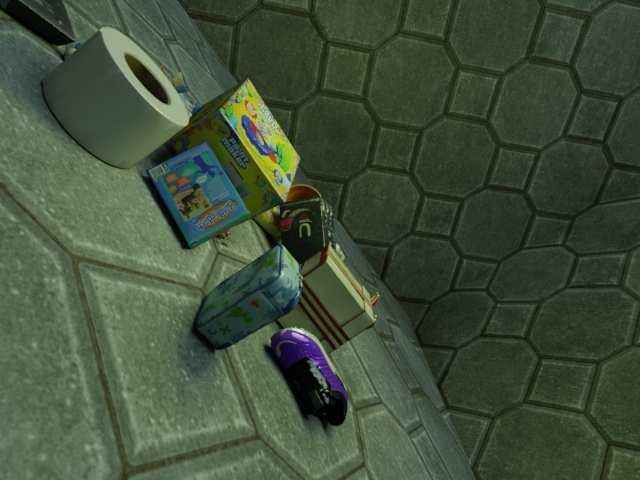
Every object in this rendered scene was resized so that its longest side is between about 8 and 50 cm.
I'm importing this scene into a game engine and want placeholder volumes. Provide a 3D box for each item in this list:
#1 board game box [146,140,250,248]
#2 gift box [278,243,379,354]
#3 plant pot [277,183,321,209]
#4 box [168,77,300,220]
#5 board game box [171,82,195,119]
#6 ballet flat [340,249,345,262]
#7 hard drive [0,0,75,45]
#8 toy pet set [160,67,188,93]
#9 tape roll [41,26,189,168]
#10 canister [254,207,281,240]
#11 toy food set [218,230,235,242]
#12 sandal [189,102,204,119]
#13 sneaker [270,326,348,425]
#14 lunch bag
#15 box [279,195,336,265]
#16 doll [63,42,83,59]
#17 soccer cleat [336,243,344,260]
[{"bbox_3d":[-0.289,-0.109,1.052,0.210,0.160,0.047,59,-13,8],"label":"board game box"},{"bbox_3d":[0.022,0.183,1.337,0.258,0.255,0.276,53,15,-7],"label":"gift box"},{"bbox_3d":[-0.082,-0.118,1.961,0.205,0.205,0.188,60,-5,16],"label":"plant pot"},{"bbox_3d":[-0.224,-0.253,1.251,0.290,0.177,0.279,55,25,-28],"label":"box"},{"bbox_3d":[-0.460,-0.449,1.608,0.211,0.039,0.160,41,19,-50],"label":"board game box"},{"bbox_3d":[0.000,0.000,2.167,0.348,0.123,0.123,54,11,-12],"label":"ballet flat"},{"bbox_3d":[-0.667,-0.569,1.006,0.255,0.054,0.172,61,11,22],"label":"hard drive"},{"bbox_3d":[-0.516,-0.528,1.501,0.065,0.114,0.122,88,-16,-50],"label":"toy pet set"},{"bbox_3d":[-0.433,-0.302,0.959,0.246,0.169,0.246,53,12,-16],"label":"tape roll"},{"bbox_3d":[-0.195,-0.095,1.639,0.170,0.073,0.126,48,24,-32],"label":"canister"},{"bbox_3d":[-0.288,-0.039,1.241,0.122,0.019,0.078,53,8,24],"label":"toy food set"},{"bbox_3d":[-0.355,-0.300,1.389,0.317,0.138,0.126,54,9,-21],"label":"sandal"},{"bbox_3d":[-0.017,0.345,1.091,0.293,0.102,0.146,52,12,-21],"label":"sneaker"},{"bbox_3d":[-0.141,0.111,0.908,0.090,0.219,0.176,53,11,-22],"label":"lunch bag"},{"bbox_3d":[-0.042,-0.003,1.586,0.143,0.165,0.270,31,52,-67],"label":"box"},{"bbox_3d":[-0.559,-0.433,1.108,0.129,0.046,0.189,57,10,6],"label":"doll"},{"bbox_3d":[-0.003,0.036,1.937,0.331,0.143,0.116,39,21,-58],"label":"soccer cleat"}]
